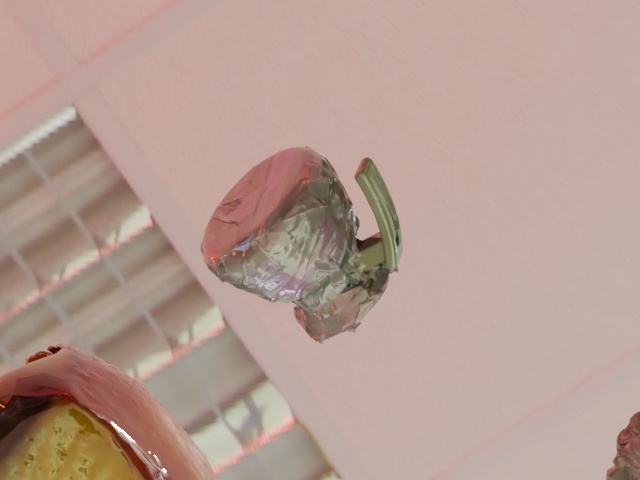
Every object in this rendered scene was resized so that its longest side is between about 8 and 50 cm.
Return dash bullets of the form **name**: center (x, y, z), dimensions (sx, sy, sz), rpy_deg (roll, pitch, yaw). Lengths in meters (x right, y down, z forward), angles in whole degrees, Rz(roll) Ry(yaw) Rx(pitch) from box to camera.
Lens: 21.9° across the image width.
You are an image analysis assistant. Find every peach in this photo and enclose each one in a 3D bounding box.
- **peach**: center (-0.186, 0.237, 1.034), dimensions (0.242, 0.380, 0.306), rpy_deg (35, -122, -6)

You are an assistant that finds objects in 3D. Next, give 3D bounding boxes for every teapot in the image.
- **teapot**: center (0.000, 0.000, 0.659), dimensions (0.083, 0.064, 0.064), rpy_deg (-27, -60, 35)

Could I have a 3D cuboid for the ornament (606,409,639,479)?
- **ornament**: center (0.262, 0.192, 0.902), dimensions (0.120, 0.285, 0.130), rpy_deg (4, -46, -35)
